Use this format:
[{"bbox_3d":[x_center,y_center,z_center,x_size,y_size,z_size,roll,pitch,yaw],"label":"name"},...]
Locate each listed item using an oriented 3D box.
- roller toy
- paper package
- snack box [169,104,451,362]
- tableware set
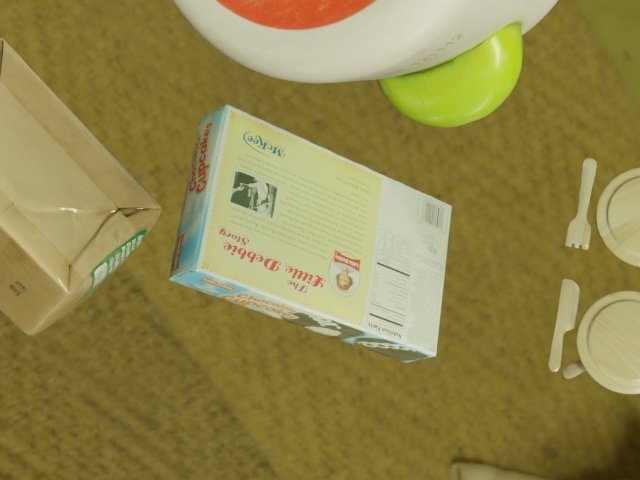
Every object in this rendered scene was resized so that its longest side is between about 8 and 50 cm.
[{"bbox_3d":[0.016,-0.169,0.555,0.209,0.191,0.146,36,26,22],"label":"roller toy"},{"bbox_3d":[-0.392,-0.052,1.585,0.309,0.325,0.168,46,64,-4],"label":"paper package"},{"bbox_3d":[0.000,0.000,1.339,0.322,0.060,0.187,22,65,-31],"label":"snack box"},{"bbox_3d":[0.266,0.034,1.041,0.128,0.039,0.194,11,80,8],"label":"tableware set"}]
